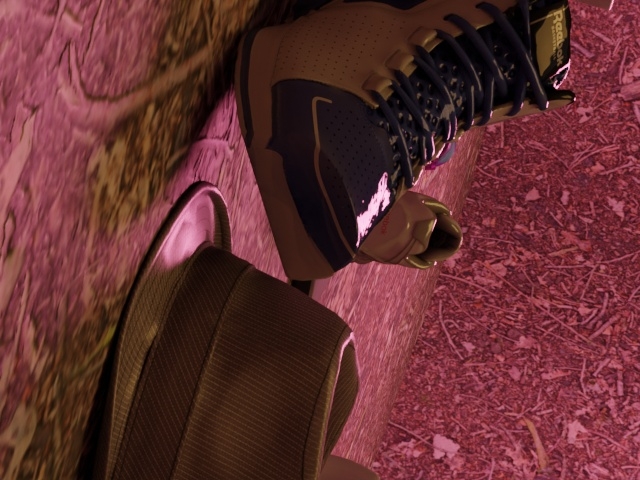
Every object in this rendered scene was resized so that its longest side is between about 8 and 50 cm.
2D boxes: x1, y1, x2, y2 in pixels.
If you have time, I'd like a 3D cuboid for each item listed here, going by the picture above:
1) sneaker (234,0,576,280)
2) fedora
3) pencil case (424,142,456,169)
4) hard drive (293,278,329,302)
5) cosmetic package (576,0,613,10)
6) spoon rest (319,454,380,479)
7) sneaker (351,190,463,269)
[{"bbox_3d":[0.064,-0.108,1.077,0.315,0.182,0.127,-69,146,-59],"label":"sneaker"},{"bbox_3d":[-0.050,0.113,1.049,0.244,0.124,0.275,-62,167,-61],"label":"fedora"},{"bbox_3d":[0.143,-0.131,2.251,0.152,0.064,0.070,5,85,-83],"label":"pencil case"},{"bbox_3d":[0.000,0.000,1.599,0.094,0.022,0.135,-63,167,-55],"label":"hard drive"},{"bbox_3d":[0.265,-0.446,1.873,0.385,0.217,0.156,98,11,-59],"label":"cosmetic package"},{"bbox_3d":[-0.053,0.236,1.190,0.137,0.084,0.276,-57,175,38],"label":"spoon rest"},{"bbox_3d":[0.073,-0.008,1.572,0.232,0.115,0.090,-20,126,-81],"label":"sneaker"}]
